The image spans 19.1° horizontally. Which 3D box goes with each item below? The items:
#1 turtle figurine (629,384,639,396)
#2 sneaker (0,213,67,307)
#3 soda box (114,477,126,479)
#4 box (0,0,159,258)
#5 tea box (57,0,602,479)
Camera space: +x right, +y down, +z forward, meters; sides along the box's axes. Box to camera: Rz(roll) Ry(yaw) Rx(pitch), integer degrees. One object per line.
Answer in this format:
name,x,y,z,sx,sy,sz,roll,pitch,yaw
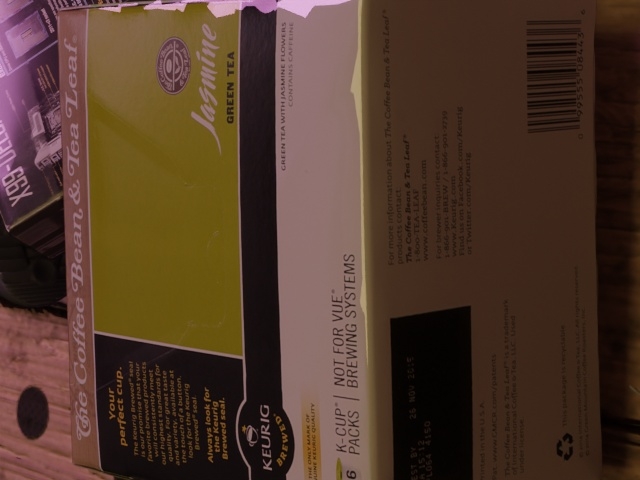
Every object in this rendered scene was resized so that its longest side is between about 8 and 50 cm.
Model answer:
turtle figurine,0.308,0.110,1.102,0.234,0.118,0.175,27,65,41
sneaker,-0.280,-0.079,1.702,0.131,0.112,0.319,-31,60,49
soda box,-0.124,0.122,1.563,0.060,0.053,0.169,47,119,35
box,-0.191,-0.176,1.561,0.242,0.076,0.307,-32,63,9
tea box,0.000,0.000,1.281,0.323,0.220,0.329,6,100,47
